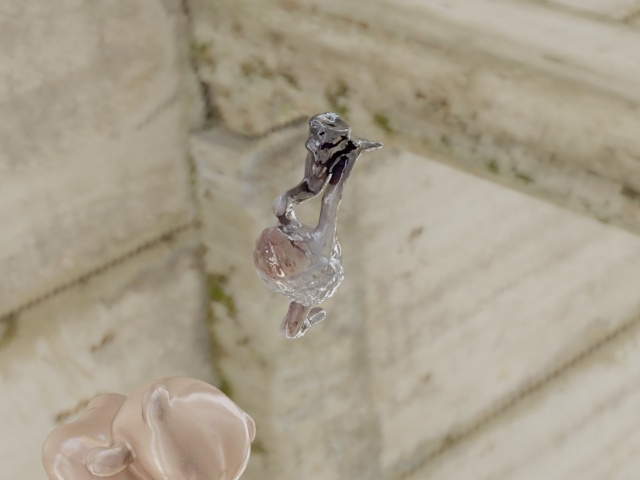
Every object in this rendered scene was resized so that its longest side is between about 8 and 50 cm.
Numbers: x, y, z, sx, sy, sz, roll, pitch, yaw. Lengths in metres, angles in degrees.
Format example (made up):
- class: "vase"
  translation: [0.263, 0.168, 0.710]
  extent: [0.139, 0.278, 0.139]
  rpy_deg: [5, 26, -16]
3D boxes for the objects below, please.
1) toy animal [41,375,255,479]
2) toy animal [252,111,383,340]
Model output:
- class: "toy animal"
  translation: [-0.174, 0.214, 1.693]
  extent: [0.197, 0.171, 0.171]
  rpy_deg: [-34, -35, 23]
- class: "toy animal"
  translation: [-0.014, 0.021, 1.874]
  extent: [0.195, 0.090, 0.324]
  rpy_deg: [-42, -27, -43]
